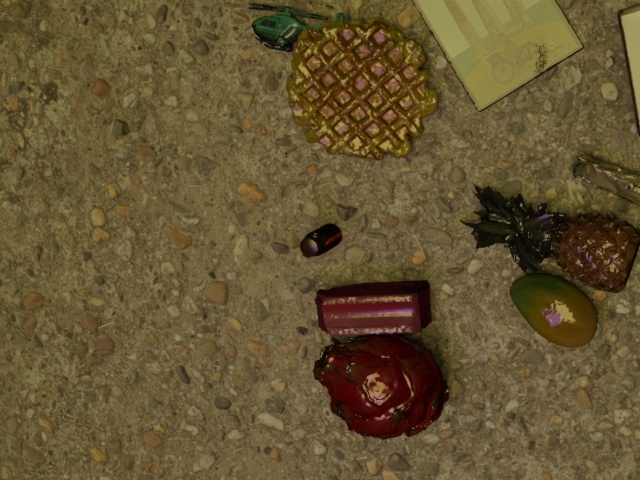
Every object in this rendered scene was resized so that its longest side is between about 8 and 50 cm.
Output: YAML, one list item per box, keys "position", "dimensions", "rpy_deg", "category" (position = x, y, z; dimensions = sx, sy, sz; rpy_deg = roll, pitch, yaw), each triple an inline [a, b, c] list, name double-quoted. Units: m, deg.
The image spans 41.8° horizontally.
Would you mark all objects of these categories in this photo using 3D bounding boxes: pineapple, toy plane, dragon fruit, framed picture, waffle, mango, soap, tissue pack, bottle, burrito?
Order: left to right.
- position: [-0.060, -0.461, 1.822]
  dimensions: [0.235, 0.060, 0.096]
  rpy_deg: [14, 91, 18]
  category: "toy plane"
- position: [0.000, 0.000, 1.827]
  dimensions: [0.060, 0.164, 0.060]
  rpy_deg: [3, 101, 17]
  category: "bottle"
- position: [0.088, -0.319, 1.768]
  dimensions: [0.324, 0.068, 0.302]
  rpy_deg: [5, 113, 5]
  category: "waffle"
- position: [0.107, 0.152, 1.823]
  dimensions: [0.249, 0.162, 0.099]
  rpy_deg: [-4, 98, 17]
  category: "soap"
- position: [0.126, 0.314, 1.805]
  dimensions: [0.298, 0.244, 0.245]
  rpy_deg: [13, 104, 6]
  category: "dragon fruit"
- position: [0.347, -0.464, 1.717]
  dimensions: [0.244, 0.013, 0.324]
  rpy_deg: [-31, 91, 19]
  category: "framed picture"
- position: [0.453, -0.004, 1.705]
  dimensions: [0.364, 0.165, 0.166]
  rpy_deg: [16, 104, 21]
  category: "pineapple"
- position: [0.486, 0.142, 1.749]
  dimensions: [0.194, 0.092, 0.130]
  rpy_deg: [29, 109, 19]
  category: "mango"
- position: [0.615, -0.112, 1.678]
  dimensions: [0.229, 0.058, 0.063]
  rpy_deg: [24, 101, 9]
  category: "burrito"
- position: [0.648, -0.324, 1.575]
  dimensions: [0.135, 0.159, 0.246]
  rpy_deg: [-11, 98, 20]
  category: "tissue pack"
